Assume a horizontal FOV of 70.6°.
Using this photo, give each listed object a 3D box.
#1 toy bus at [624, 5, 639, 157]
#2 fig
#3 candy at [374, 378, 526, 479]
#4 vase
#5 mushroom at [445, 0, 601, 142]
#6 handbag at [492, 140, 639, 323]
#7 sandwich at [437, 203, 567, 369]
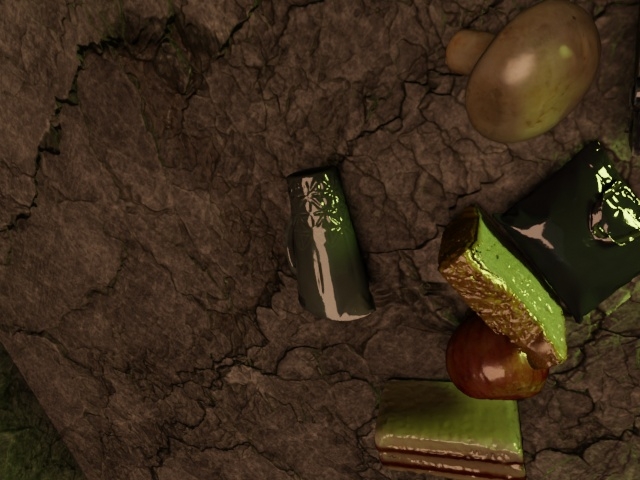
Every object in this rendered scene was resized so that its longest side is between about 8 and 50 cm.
[{"bbox_3d":[0.473,-0.290,0.605,0.097,0.138,0.342,1,115,28],"label":"toy bus"},{"bbox_3d":[0.344,0.222,0.906,0.205,0.205,0.205,9,119,18],"label":"fig"},{"bbox_3d":[0.289,0.425,1.027,0.321,0.179,0.135,-3,116,24],"label":"candy"},{"bbox_3d":[0.000,0.000,0.957,0.251,0.156,0.300,9,116,47],"label":"vase"},{"bbox_3d":[0.305,-0.252,0.688,0.207,0.209,0.206,-5,117,-9],"label":"mushroom"},{"bbox_3d":[0.457,-0.011,0.770,0.211,0.088,0.254,-39,95,13],"label":"handbag"},{"bbox_3d":[0.323,0.069,0.799,0.251,0.226,0.087,46,120,-6],"label":"sandwich"}]
